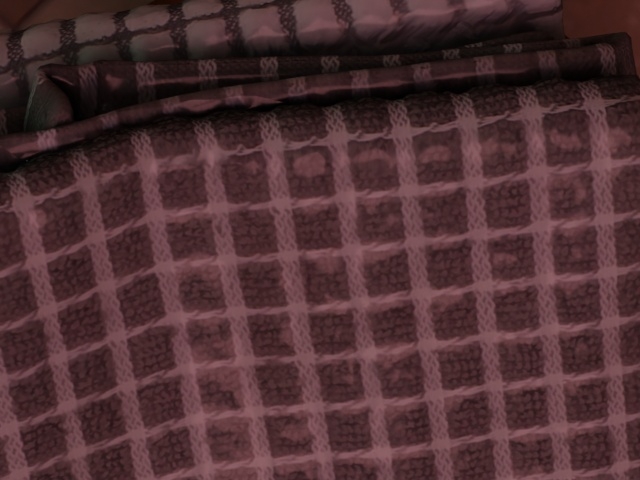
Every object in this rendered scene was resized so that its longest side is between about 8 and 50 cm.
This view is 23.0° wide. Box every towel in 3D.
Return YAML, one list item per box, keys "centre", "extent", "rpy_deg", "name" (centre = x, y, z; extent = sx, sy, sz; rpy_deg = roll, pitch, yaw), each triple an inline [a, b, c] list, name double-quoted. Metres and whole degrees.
- centre: [-0.008, 0.061, 0.518]
  extent: [0.235, 0.121, 0.283]
  rpy_deg: [-7, 121, 1]
  name: "towel"

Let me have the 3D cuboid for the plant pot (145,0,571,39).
- centre: [0.000, 0.000, 0.669]
  extent: [0.291, 0.203, 0.291]
  rpy_deg: [-1, 120, -2]
  name: "plant pot"
